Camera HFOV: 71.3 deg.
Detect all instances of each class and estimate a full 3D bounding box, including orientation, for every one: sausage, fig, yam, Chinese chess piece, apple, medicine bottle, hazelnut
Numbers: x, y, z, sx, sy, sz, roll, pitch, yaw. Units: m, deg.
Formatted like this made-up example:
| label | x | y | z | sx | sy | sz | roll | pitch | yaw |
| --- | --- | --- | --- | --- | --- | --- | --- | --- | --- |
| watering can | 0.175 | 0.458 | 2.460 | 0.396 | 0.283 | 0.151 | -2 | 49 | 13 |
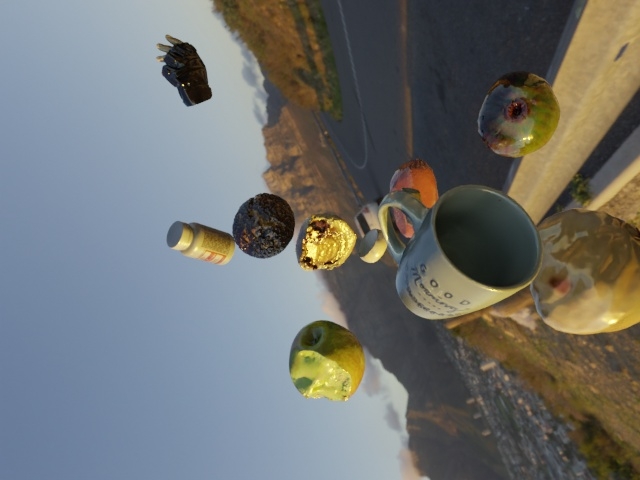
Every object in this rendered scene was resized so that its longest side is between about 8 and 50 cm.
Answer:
| label | x | y | z | sx | sy | sz | roll | pitch | yaw |
| --- | --- | --- | --- | --- | --- | --- | --- | --- | --- |
| sausage | 0.284 | -0.115 | 1.348 | 0.148 | 0.148 | 0.254 | -100 | -11 | -69 |
| fig | 0.376 | -0.237 | 0.855 | 0.149 | 0.149 | 0.245 | 65 | -154 | 0 |
| yam | 0.211 | -0.075 | 1.013 | 0.043 | 0.043 | 0.094 | -82 | -18 | -79 |
| Chinese chess piece | 0.183 | 0.018 | 1.546 | 0.051 | 0.122 | 0.122 | 29 | -160 | -19 |
| apple | 0.015 | 0.375 | 1.400 | 0.246 | 0.246 | 0.226 | -108 | 1 | -50 |
| medicine bottle | -0.269 | 0.004 | 1.007 | 0.140 | 0.079 | 0.079 | 22 | -142 | -47 |
| hazelnut | 0.527 | 0.075 | 0.882 | 0.241 | 0.261 | 0.261 | -56 | 49 | 49 |

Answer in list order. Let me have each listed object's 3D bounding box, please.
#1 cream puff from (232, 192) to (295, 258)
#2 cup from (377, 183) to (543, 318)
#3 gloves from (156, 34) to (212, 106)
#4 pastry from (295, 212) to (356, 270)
| label | x | y | z | sx | sy | sz | roll | pitch | yaw |
| --- | --- | --- | --- | --- | --- | --- | --- | --- | --- |
| cream puff | -0.207 | -0.057 | 1.575 | 0.165 | 0.239 | 0.239 | 33 | -150 | -55 |
| cup | 0.203 | 0.019 | 0.786 | 0.258 | 0.186 | 0.234 | 36 | 151 | 4 |
| gloves | -0.406 | -0.508 | 1.322 | 0.164 | 0.124 | 0.203 | -79 | -27 | -64 |
| pastry | 0.007 | -0.007 | 1.854 | 0.170 | 0.237 | 0.256 | 46 | 130 | 49 |
